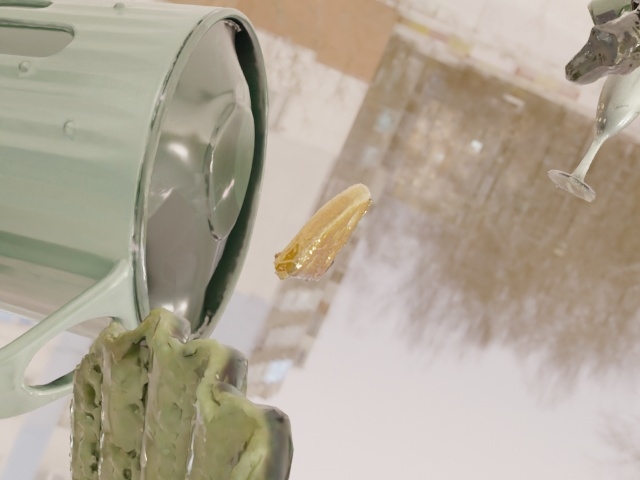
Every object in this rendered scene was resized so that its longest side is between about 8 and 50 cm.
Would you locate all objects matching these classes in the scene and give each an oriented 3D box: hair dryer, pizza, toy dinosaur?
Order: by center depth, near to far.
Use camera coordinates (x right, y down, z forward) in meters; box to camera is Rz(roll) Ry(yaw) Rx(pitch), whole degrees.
[{"bbox_3d":[0.217,-0.182,0.869,0.087,0.187,0.179,22,-174,25],"label":"toy dinosaur"},{"bbox_3d":[0.262,-0.184,1.163,0.047,0.071,0.150,63,-156,-13],"label":"hair dryer"},{"bbox_3d":[0.000,0.000,1.646,0.041,0.178,0.131,35,156,14],"label":"pizza"}]

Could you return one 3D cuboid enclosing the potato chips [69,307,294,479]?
[{"bbox_3d":[-0.085,0.260,0.724,0.070,0.429,0.358,2,-158,-26],"label":"potato chips"}]

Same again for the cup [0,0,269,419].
[{"bbox_3d":[-0.268,-0.061,1.200,0.392,0.310,0.401,10,-159,13],"label":"cup"}]

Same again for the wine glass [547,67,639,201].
[{"bbox_3d":[0.332,-0.144,1.568,0.066,0.198,0.066,29,168,7],"label":"wine glass"}]
